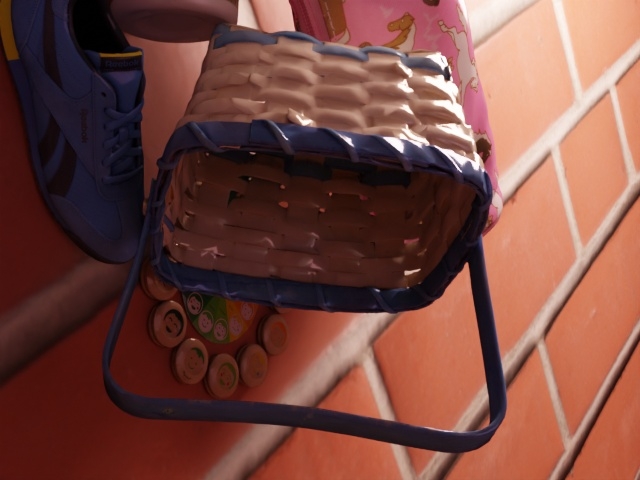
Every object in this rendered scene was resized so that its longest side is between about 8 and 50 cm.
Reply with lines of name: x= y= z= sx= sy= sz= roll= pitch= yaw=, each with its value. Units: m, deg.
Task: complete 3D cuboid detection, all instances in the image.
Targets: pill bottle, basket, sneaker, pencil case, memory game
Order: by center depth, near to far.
sneaker: x=-0.151 y=-0.081 z=0.667 sx=0.069 sy=0.082 sz=0.209 roll=-34 pitch=115 yaw=-52
basket: x=0.000 y=0.000 z=0.686 sx=0.201 sy=0.255 sz=0.289 roll=105 pitch=-8 yaw=-50
pill bottle: x=-0.106 y=-0.240 z=0.730 sx=0.094 sy=0.094 sz=0.169 roll=7 pitch=81 yaw=-54
memory game: x=-0.077 y=0.038 z=0.815 sx=0.186 sy=0.012 sz=0.186 roll=8 pitch=80 yaw=-53
pencil case: x=0.053 y=-0.157 z=0.855 sx=0.160 sy=0.167 sz=0.386 roll=-109 pitch=178 yaw=-56
